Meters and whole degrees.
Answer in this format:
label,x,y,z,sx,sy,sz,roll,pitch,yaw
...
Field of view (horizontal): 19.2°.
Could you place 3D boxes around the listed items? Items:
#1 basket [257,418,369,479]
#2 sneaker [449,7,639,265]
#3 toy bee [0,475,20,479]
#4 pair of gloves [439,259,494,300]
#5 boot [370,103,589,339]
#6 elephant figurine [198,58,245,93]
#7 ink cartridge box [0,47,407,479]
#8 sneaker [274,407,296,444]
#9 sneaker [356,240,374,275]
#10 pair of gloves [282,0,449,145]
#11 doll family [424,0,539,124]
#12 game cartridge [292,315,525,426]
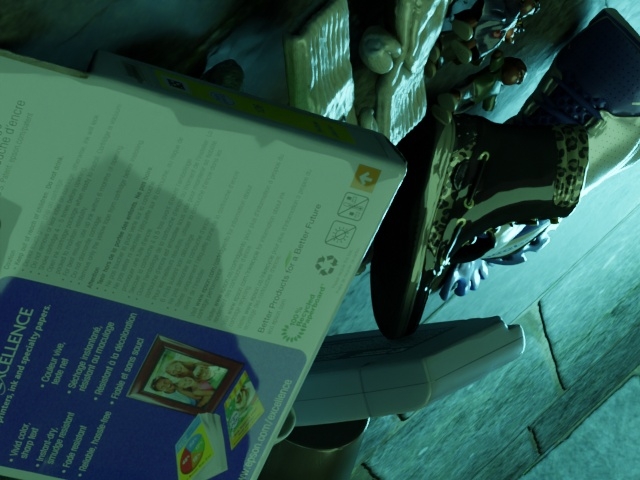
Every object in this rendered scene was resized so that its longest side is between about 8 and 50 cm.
label,x,y,z,sx,sy,sz,roll,pitch,yaw
basket,-0.038,0.243,2.047,0.204,0.154,0.227,-45,163,-42
sneaker,0.211,-0.075,1.895,0.182,0.127,0.315,-20,152,-55
toy bee,-0.224,0.216,1.372,0.195,0.298,0.162,-19,131,8
pair of gloves,0.216,-0.002,2.230,0.198,0.023,0.159,-41,161,-10
boot,0.150,-0.013,1.788,0.179,0.085,0.236,1,116,-24
elephant figurine,-0.088,0.007,1.448,0.239,0.169,0.186,-57,-168,-7
ink cartridge box,-0.138,0.030,1.286,0.307,0.072,0.303,17,112,-24
sneaker,-0.112,0.160,1.703,0.114,0.152,0.305,-29,158,-43
sneaker,0.000,0.000,1.730,0.170,0.068,0.071,-26,137,-56
pair of gloves,0.039,-0.122,1.438,0.240,0.042,0.204,-45,150,-46
doll family,0.142,-0.189,1.592,0.111,0.076,0.193,-28,153,-27
game cartridge,0.026,0.129,1.821,0.294,0.060,0.196,-9,-177,40
